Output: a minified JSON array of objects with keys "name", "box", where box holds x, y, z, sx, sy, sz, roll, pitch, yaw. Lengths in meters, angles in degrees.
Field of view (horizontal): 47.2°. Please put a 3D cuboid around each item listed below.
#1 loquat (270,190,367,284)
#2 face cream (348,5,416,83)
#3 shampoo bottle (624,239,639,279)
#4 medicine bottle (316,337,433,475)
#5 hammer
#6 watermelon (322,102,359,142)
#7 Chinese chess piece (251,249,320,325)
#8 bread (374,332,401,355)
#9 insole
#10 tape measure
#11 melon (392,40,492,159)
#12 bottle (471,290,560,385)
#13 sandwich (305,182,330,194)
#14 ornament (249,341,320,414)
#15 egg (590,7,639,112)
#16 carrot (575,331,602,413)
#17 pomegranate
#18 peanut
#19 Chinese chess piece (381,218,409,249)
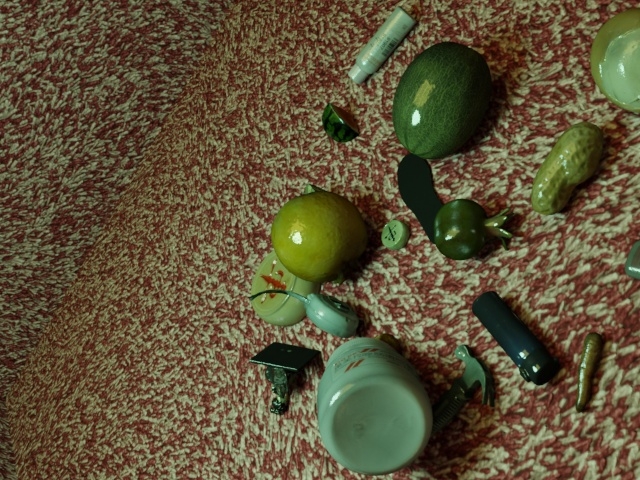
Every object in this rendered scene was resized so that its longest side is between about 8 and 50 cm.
[{"name":"loquat","box":[0.000,0.000,2.061,0.274,0.274,0.275,-28,50,39]},{"name":"face cream","box":[0.189,-0.612,2.323,0.269,0.082,0.082,-49,39,21]},{"name":"shampoo bottle","box":[0.664,0.050,1.391,0.165,0.040,0.080,21,85,55]},{"name":"medicine bottle","box":[0.113,0.359,1.656,0.245,0.245,0.306,-60,7,7]},{"name":"hammer","box":[0.297,0.364,1.663,0.226,0.041,0.159,-51,37,17]},{"name":"watermelon","box":[0.067,-0.386,2.344,0.094,0.135,0.125,-38,23,-27]},{"name":"Chinese chess piece","box":[-0.109,0.137,2.246,0.250,0.097,0.251,-29,48,39]},{"name":"bread","box":[0.169,0.274,1.837,0.053,0.085,0.085,-34,46,42]},{"name":"insole","box":[0.280,-0.118,1.989,0.119,0.009,0.348,-48,39,24]},{"name":"tape measure","box":[-0.030,0.174,1.932,0.164,0.330,0.084,32,98,52]},{"name":"melon","box":[0.309,-0.359,1.898,0.237,0.237,0.302,28,93,54]},{"name":"bottle","box":[0.414,0.209,1.578,0.082,0.072,0.244,-31,41,-4]},{"name":"sandwich","box":[-0.031,-0.082,2.261,0.163,0.113,0.079,-55,38,14]},{"name":"ornament","box":[-0.099,0.409,2.081,0.153,0.166,0.196,9,106,23]},{"name":"egg","box":[0.661,-0.377,1.512,0.201,0.201,0.244,-44,27,26]},{"name":"carrot","box":[0.525,0.260,1.448,0.035,0.035,0.165,7,78,52]},{"name":"pomegranate","box":[0.366,-0.029,1.746,0.191,0.131,0.152,-10,54,23]},{"name":"peanut","box":[0.542,-0.156,1.614,0.226,0.095,0.108,-57,40,12]},{"name":"Chinese chess piece","box":[0.204,-0.015,2.000,0.084,0.034,0.084,-27,52,40]}]
